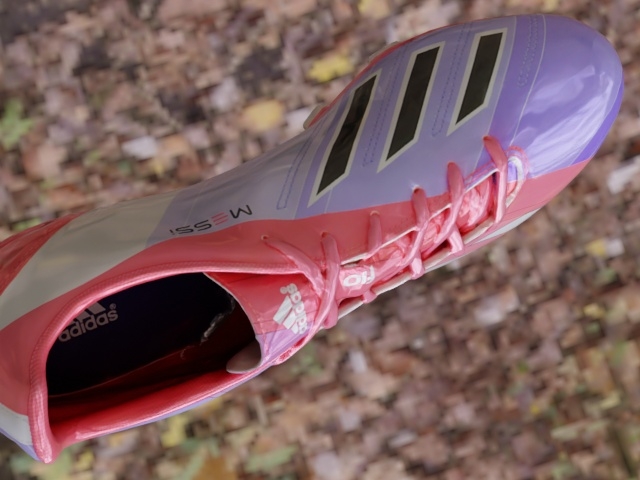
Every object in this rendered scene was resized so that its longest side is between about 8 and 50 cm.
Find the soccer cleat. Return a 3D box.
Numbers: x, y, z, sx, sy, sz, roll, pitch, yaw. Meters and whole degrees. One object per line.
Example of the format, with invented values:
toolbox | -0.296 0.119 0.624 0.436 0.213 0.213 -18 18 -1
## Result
soccer cleat | 0.000 0.000 0.613 0.248 0.095 0.083 -23 120 -12
